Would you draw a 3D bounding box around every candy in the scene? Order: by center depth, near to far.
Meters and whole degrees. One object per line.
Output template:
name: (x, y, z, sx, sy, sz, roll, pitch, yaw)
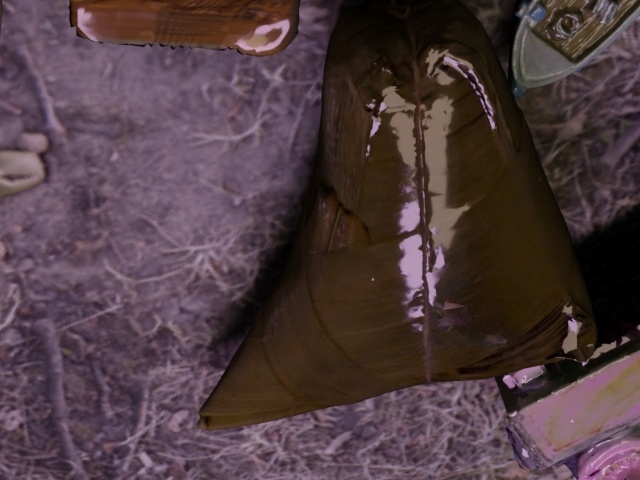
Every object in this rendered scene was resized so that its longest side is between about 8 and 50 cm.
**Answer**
candy: (-0.053, -0.207, 0.791, 0.143, 0.101, 0.271, 1, 135, -19)

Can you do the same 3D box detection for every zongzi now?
zongzi: (0.000, 0.000, 0.946, 0.300, 0.145, 0.273, -19, 126, 13)

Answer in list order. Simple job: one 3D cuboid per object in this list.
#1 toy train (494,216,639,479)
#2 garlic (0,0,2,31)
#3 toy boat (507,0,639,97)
toy train: (0.244, 0.085, 1.060, 0.261, 0.134, 0.177, -28, 128, 12)
garlic: (-0.300, -0.140, 0.726, 0.286, 0.249, 0.313, -24, 151, -11)
toy boat: (0.174, -0.155, 0.897, 0.069, 0.058, 0.173, 32, 117, -31)
